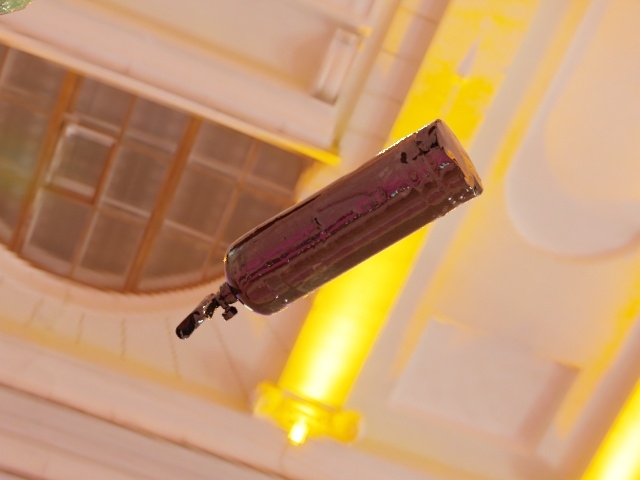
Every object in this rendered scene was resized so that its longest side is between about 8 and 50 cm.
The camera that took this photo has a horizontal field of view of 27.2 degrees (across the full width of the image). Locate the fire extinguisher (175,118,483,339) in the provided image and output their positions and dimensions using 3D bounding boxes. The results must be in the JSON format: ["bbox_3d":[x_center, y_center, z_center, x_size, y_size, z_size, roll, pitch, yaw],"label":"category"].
[{"bbox_3d":[0.000,0.000,1.075,0.072,0.268,0.089,56,-165,-12],"label":"fire extinguisher"}]

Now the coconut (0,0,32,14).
[{"bbox_3d":[-0.364,-0.354,1.402,0.204,0.236,0.236,-9,-172,28],"label":"coconut"}]
